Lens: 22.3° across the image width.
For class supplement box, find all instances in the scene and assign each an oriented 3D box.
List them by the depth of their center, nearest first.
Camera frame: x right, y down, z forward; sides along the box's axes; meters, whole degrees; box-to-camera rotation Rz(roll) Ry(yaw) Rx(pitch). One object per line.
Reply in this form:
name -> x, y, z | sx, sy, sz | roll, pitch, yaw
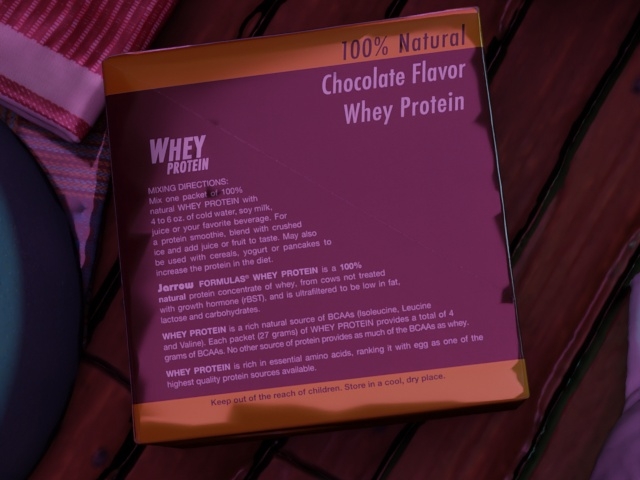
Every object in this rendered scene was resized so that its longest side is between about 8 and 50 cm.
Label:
supplement box -> 0.000, 0.000, 0.840 | 0.191, 0.129, 0.194 | -7, 81, 4

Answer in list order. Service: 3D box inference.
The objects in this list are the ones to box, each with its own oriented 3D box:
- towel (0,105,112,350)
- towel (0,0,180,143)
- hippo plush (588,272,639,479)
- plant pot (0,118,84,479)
towel -> -0.293, -0.086, 0.925 | 0.370, 0.040, 0.271 | 10, 83, 4
towel -> -0.147, -0.241, 0.913 | 0.237, 0.037, 0.329 | 28, 77, 7
hippo plush -> 0.132, 0.181, 0.750 | 0.237, 0.234, 0.294 | -27, 81, 0
plant pot -> -0.279, 0.037, 0.792 | 0.290, 0.195, 0.290 | 0, 88, 4
